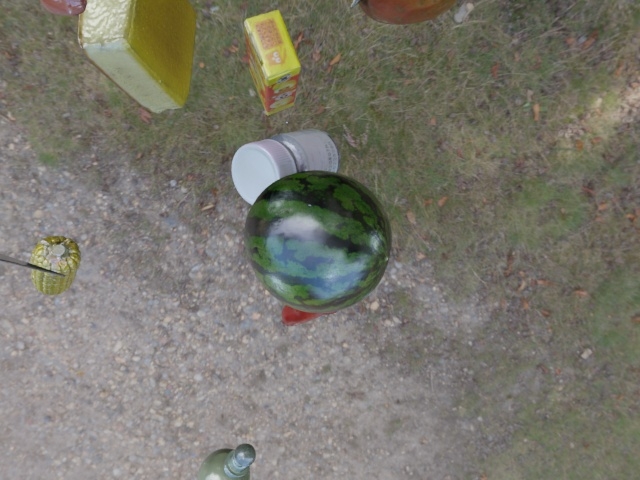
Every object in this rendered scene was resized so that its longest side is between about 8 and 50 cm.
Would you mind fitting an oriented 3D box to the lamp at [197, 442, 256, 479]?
[{"bbox_3d":[-0.150,0.384,0.729,0.091,0.091,0.163,24,128,-10],"label":"lamp"}]

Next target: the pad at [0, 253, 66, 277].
[{"bbox_3d":[-0.388,-0.027,0.343,0.248,0.367,0.007,21,77,-10],"label":"pad"}]

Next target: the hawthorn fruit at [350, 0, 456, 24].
[{"bbox_3d":[0.241,-0.825,1.280,0.404,0.403,0.402,-1,105,-4],"label":"hawthorn fruit"}]

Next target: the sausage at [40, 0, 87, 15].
[{"bbox_3d":[-0.482,-0.456,0.812,0.094,0.058,0.054,8,149,17],"label":"sausage"}]

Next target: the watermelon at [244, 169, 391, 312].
[{"bbox_3d":[0.000,0.000,0.855,0.286,0.285,0.284,-1,105,-4],"label":"watermelon"}]

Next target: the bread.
[{"bbox_3d":[-0.447,-0.540,1.102,0.144,0.333,0.323,2,81,7],"label":"bread"}]

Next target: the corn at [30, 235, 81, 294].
[{"bbox_3d":[-0.500,0.050,0.812,0.080,0.238,0.080,13,65,-31],"label":"corn"}]

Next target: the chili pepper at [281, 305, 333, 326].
[{"bbox_3d":[-0.022,0.197,1.354,0.110,0.110,0.388,44,137,-14],"label":"chili pepper"}]

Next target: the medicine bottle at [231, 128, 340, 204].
[{"bbox_3d":[-0.080,-0.189,1.100,0.165,0.273,0.164,14,117,30],"label":"medicine bottle"}]

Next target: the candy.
[{"bbox_3d":[-0.120,-0.425,1.069,0.088,0.276,0.146,-23,91,-7],"label":"candy"}]
